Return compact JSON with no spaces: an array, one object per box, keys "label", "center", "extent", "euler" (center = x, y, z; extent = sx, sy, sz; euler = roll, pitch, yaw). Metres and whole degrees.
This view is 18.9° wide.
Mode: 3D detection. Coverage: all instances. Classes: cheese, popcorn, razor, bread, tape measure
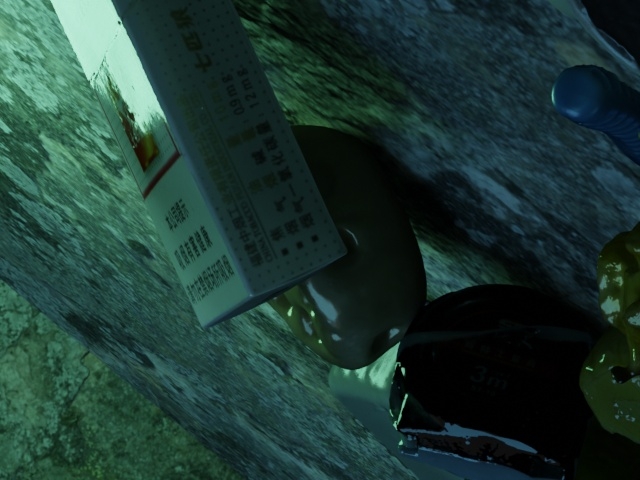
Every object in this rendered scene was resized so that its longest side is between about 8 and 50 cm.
[{"label":"cheese","center":[0.000,0.000,1.723],"extent":[0.218,0.117,0.235],"euler":[26,139,61]},{"label":"popcorn","center":[0.265,0.043,1.290],"extent":[0.167,0.152,0.148],"euler":[35,-165,14]},{"label":"razor","center":[0.195,-0.065,1.139],"extent":[0.082,0.042,0.253],"euler":[31,-173,27]},{"label":"bread","center":[0.281,0.110,1.526],"extent":[0.156,0.086,0.125],"euler":[22,148,37]},{"label":"tape measure","center":[0.155,0.127,1.663],"extent":[0.182,0.181,0.107],"euler":[16,139,19]}]

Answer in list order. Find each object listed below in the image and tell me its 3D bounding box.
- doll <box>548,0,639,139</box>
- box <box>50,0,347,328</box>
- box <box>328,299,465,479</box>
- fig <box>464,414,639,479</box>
[{"label":"doll","center":[0.141,-0.171,0.948],"extent":[0.208,0.144,0.271],"euler":[37,172,43]},{"label":"box","center":[-0.108,-0.105,1.550],"extent":[0.330,0.095,0.210],"euler":[66,164,3]},{"label":"box","center":[0.134,0.192,2.040],"extent":[0.337,0.106,0.264],"euler":[46,163,-22]},{"label":"fig","center":[0.240,0.233,1.819],"extent":[0.206,0.206,0.275],"euler":[37,-174,6]}]
